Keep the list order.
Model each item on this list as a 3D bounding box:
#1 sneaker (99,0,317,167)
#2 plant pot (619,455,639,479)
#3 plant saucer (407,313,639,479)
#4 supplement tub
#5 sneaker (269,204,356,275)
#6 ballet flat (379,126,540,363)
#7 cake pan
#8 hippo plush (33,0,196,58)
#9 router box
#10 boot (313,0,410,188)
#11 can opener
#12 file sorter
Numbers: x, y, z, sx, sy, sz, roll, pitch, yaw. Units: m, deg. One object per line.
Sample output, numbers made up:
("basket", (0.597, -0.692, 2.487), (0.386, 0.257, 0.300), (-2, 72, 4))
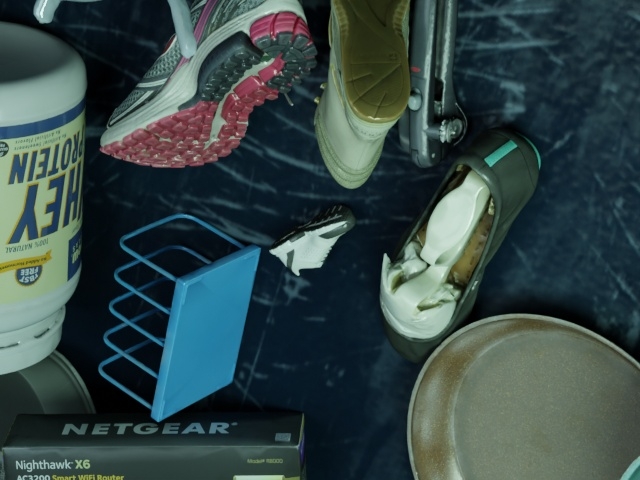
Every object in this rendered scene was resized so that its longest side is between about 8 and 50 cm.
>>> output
("sneaker", (-0.109, -0.161, 1.760), (0.299, 0.121, 0.112), (-35, 57, 41))
("plant pot", (0.404, 0.244, 1.479), (0.293, 0.196, 0.293), (15, 117, 32))
("plant saucer", (0.223, 0.206, 1.694), (0.310, 0.050, 0.310), (15, 117, 31))
("supplement tub", (-0.365, -0.046, 1.902), (0.235, 0.235, 0.325), (21, 120, 29))
("sneaker", (0.000, 0.000, 1.786), (0.109, 0.040, 0.044), (-26, 108, 44))
("ballet flat", (0.106, 0.014, 1.670), (0.095, 0.096, 0.280), (36, 126, 19))
("cake pan", (-0.347, 0.261, 2.066), (0.293, 0.054, 0.293), (-1, 88, 47))
("hippo plush", (-0.195, -0.328, 1.702), (0.294, 0.234, 0.236), (41, 161, -12))
("router box", (-0.165, 0.305, 1.909), (0.309, 0.081, 0.243), (-1, 111, 4))
("boot", (0.036, -0.170, 1.647), (0.165, 0.077, 0.213), (109, 162, -66))
("can opener", (0.097, -0.154, 1.631), (0.073, 0.059, 0.186), (17, 118, 31))
("file sorter", (-0.151, 0.074, 1.872), (0.104, 0.118, 0.170), (30, 124, 27))
